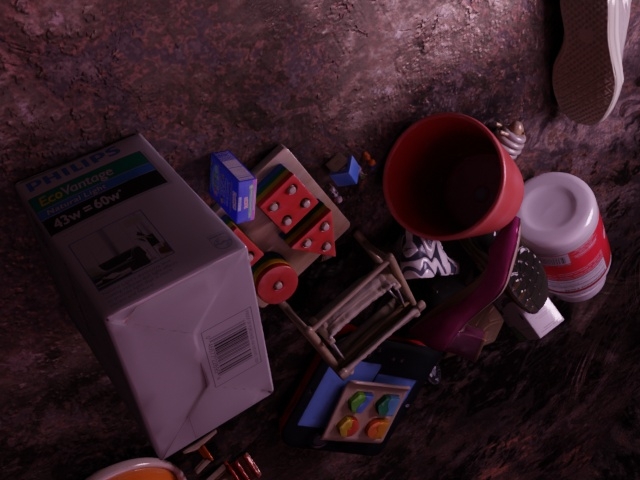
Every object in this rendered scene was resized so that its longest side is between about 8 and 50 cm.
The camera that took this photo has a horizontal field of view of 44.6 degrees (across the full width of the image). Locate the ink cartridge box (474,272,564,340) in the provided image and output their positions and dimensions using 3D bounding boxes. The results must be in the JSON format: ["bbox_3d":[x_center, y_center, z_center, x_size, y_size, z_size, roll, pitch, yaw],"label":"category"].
[{"bbox_3d":[0.534,0.155,2.115,0.092,0.219,0.160,-35,175,-11],"label":"ink cartridge box"}]

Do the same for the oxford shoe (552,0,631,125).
[{"bbox_3d":[0.617,-0.444,1.752,0.130,0.169,0.449,-49,144,-26],"label":"oxford shoe"}]

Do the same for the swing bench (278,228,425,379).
[{"bbox_3d":[0.084,0.162,1.763,0.253,0.165,0.255,-41,126,-7],"label":"swing bench"}]

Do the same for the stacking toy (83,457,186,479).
[{"bbox_3d":[-0.365,0.749,1.682,0.350,0.480,0.351,-23,137,-24],"label":"stacking toy"}]

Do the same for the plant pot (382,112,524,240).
[{"bbox_3d":[0.311,-0.120,1.695,0.243,0.275,0.275,10,117,-56],"label":"plant pot"}]

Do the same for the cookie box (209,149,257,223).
[{"bbox_3d":[-0.159,-0.097,1.409,0.040,0.107,0.092,-17,134,-30],"label":"cookie box"}]

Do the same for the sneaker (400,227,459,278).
[{"bbox_3d":[0.259,0.010,1.857,0.235,0.094,0.153,-3,89,-50],"label":"sneaker"}]

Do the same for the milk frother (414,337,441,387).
[{"bbox_3d":[0.258,0.344,2.182,0.134,0.129,0.143,-26,-169,35],"label":"milk frother"}]

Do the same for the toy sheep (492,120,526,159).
[{"bbox_3d":[0.432,-0.226,1.833,0.091,0.091,0.132,-4,140,-39],"label":"toy sheep"}]

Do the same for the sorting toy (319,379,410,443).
[{"bbox_3d":[0.119,0.452,2.023,0.192,0.038,0.208,12,116,-29],"label":"sorting toy"}]

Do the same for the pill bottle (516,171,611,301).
[{"bbox_3d":[0.661,0.010,2.122,0.229,0.229,0.408,-44,142,-1],"label":"pill bottle"}]

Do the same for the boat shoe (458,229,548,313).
[{"bbox_3d":[0.458,0.048,1.982,0.122,0.120,0.324,-44,109,-18],"label":"boat shoe"}]

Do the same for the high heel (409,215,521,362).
[{"bbox_3d":[0.349,0.100,1.865,0.127,0.181,0.378,-19,129,-73],"label":"high heel"}]

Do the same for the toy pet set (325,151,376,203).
[{"bbox_3d":[0.068,-0.132,1.611,0.122,0.065,0.114,-43,141,-3],"label":"toy pet set"}]

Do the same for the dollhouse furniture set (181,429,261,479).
[{"bbox_3d":[-0.205,0.576,1.876,0.135,0.262,0.259,-33,174,-16],"label":"dollhouse furniture set"}]

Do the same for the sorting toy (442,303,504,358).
[{"bbox_3d":[0.433,0.253,2.296,0.307,0.041,0.229,-11,135,-35],"label":"sorting toy"}]

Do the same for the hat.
[{"bbox_3d":[0.305,0.166,2.029,0.331,0.134,0.331,-22,136,-24],"label":"hat"}]

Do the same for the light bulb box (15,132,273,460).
[{"bbox_3d":[-0.279,0.084,1.264,0.225,0.361,0.358,-28,138,-22],"label":"light bulb box"}]

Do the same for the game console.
[{"bbox_3d":[0.100,0.402,2.033,0.341,0.060,0.387,17,114,-25],"label":"game console"}]

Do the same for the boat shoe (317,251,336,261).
[{"bbox_3d":[0.000,0.000,1.679,0.045,0.050,0.135,-38,141,-17],"label":"boat shoe"}]

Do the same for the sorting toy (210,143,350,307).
[{"bbox_3d":[-0.083,-0.007,1.532,0.257,0.089,0.255,-44,130,-2],"label":"sorting toy"}]
